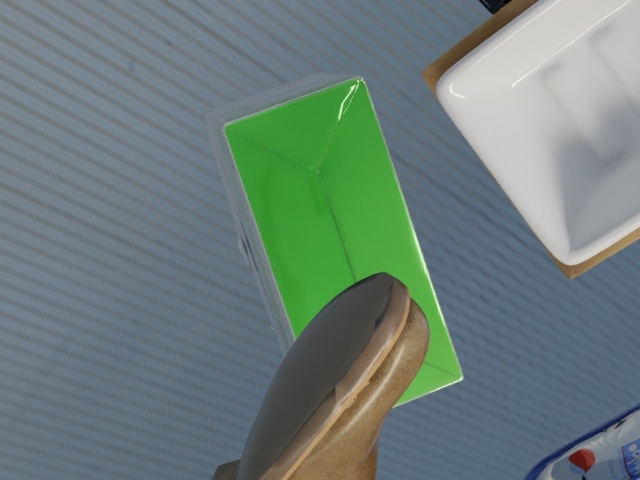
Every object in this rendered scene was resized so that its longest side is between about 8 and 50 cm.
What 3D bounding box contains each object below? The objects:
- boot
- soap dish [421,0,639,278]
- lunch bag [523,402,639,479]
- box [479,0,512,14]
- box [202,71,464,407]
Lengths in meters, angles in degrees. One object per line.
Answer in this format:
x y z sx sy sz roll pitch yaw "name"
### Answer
0.006 0.135 0.837 0.305 0.115 0.112 -61 -177 43 "boot"
0.263 -0.136 1.297 0.291 0.229 0.118 -36 -178 32 "soap dish"
0.336 0.275 1.319 0.243 0.115 0.303 -35 110 17 "lunch bag"
0.152 -0.247 1.347 0.018 0.083 0.067 10 127 -52 "box"
0.000 0.000 1.304 0.126 0.231 0.262 -20 98 -5 "box"
